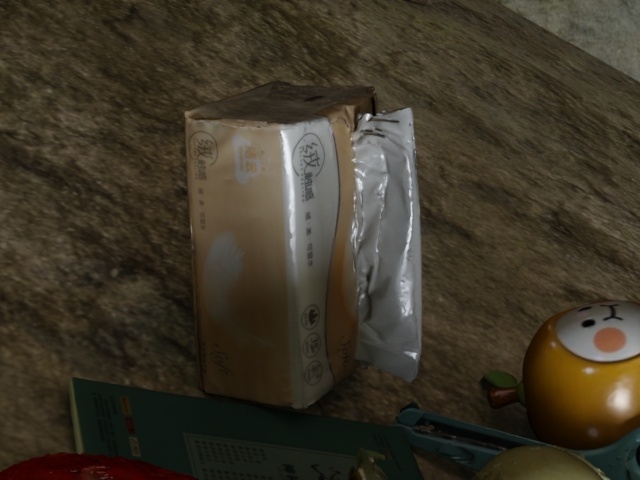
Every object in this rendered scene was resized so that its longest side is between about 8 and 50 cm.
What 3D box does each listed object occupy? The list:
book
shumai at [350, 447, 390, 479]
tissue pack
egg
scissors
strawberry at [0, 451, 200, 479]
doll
[{"bbox_3d":[-0.049,0.245,1.283,0.379,0.031,0.264,13,29,-22],"label":"book"},{"bbox_3d":[0.100,0.269,1.032,0.291,0.330,0.288,3,41,-10],"label":"shumai"},{"bbox_3d":[0.000,0.000,1.409,0.238,0.306,0.238,-2,16,1],"label":"tissue pack"},{"bbox_3d":[0.209,0.277,1.288,0.164,0.164,0.201,21,13,-6],"label":"egg"},{"bbox_3d":[0.266,0.246,1.429,0.392,0.180,0.032,16,3,11],"label":"scissors"},{"bbox_3d":[-0.149,0.287,0.917,0.291,0.310,0.292,7,64,-14],"label":"strawberry"},{"bbox_3d":[0.298,0.176,1.546,0.236,0.213,0.213,-9,24,12],"label":"doll"}]
